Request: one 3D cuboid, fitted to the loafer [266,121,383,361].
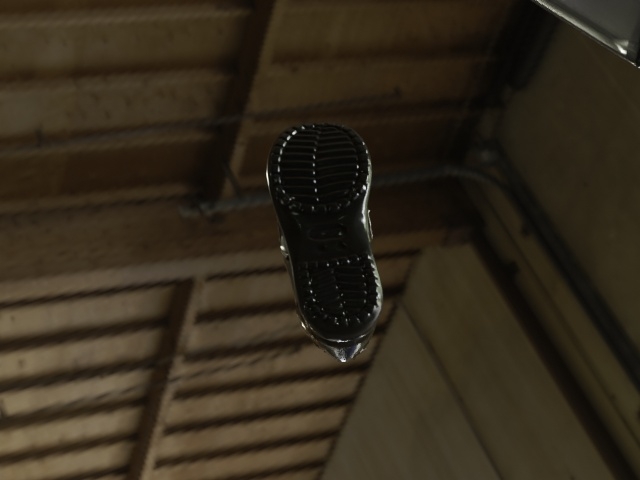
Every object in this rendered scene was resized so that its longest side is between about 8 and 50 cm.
[{"bbox_3d":[0.000,0.000,1.049,0.080,0.220,0.078,-1,-41,-3],"label":"loafer"}]

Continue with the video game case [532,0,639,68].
[{"bbox_3d":[0.106,-0.217,0.473,0.026,0.196,0.274,2,-67,-18],"label":"video game case"}]
